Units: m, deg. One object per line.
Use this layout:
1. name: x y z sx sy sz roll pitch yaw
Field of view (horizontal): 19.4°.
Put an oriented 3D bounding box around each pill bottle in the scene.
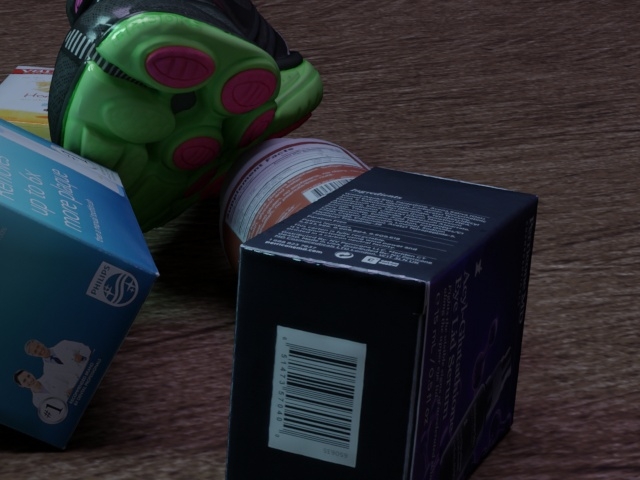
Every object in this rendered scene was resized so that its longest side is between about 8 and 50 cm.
1. pill bottle: 0.000 0.000 1.282 0.121 0.121 0.216 -1 17 -17

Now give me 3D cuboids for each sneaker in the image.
1. sneaker: -0.132 -0.131 1.431 0.202 0.185 0.483 47 6 2

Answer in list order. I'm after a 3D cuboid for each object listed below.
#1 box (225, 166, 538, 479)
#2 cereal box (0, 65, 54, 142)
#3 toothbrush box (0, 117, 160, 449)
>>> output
1. box: 0.038 0.057 1.050 0.108 0.153 0.207 11 19 20
2. cereal box: -0.216 -0.113 1.722 0.173 0.047 0.240 4 17 -1
3. toothbrush box: -0.263 -0.021 1.102 0.295 0.126 0.216 25 11 -18
